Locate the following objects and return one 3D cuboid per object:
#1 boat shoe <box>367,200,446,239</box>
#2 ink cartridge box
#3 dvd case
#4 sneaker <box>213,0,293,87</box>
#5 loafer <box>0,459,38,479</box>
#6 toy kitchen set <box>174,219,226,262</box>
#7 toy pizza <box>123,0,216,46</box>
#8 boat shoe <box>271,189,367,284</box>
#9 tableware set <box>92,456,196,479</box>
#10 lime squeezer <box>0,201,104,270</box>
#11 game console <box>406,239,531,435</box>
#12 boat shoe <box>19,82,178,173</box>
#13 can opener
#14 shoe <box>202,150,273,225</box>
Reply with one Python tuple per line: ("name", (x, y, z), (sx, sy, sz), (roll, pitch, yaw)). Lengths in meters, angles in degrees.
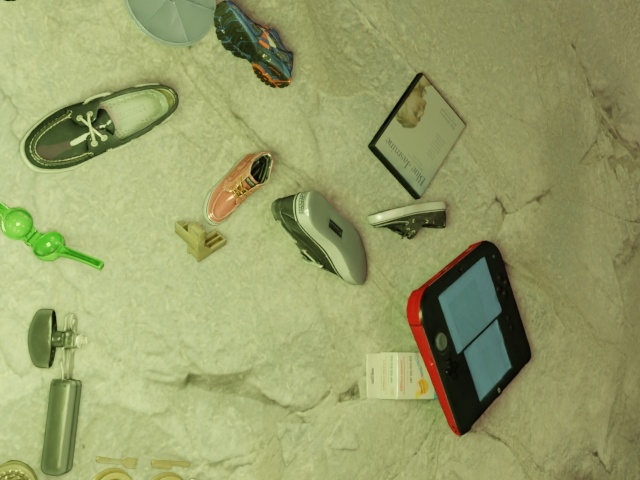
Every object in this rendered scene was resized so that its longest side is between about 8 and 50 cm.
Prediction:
("boat shoe", (0.201, -0.040, 2.028), (0.229, 0.080, 0.076), (-10, 89, -43))
("ink cartridge box", (0.190, 0.299, 1.983), (0.181, 0.062, 0.104), (5, 81, -35))
("dvd case", (0.229, -0.246, 2.099), (0.180, 0.022, 0.253), (46, 62, -23))
("sneaker", (-0.134, -0.408, 1.832), (0.221, 0.083, 0.087), (45, 51, -37))
("loafer", (-0.476, 0.475, 1.475), (0.102, 0.092, 0.268), (-8, 105, -9))
("toy kitchen set", (-0.230, -0.020, 1.725), (0.068, 0.083, 0.075), (40, 54, 22))
("toy pizza", (-0.296, -0.474, 1.749), (0.201, 0.032, 0.201), (4, 83, -34))
("boat shoe", (-0.001, 0.004, 1.857), (0.306, 0.105, 0.113), (42, 48, -51))
("tableware set", (-0.321, 0.460, 1.617), (0.194, 0.039, 0.128), (14, 77, -34))
("lime squeezer", (-0.497, -0.018, 1.519), (0.310, 0.110, 0.058), (34, 81, 5))
("game console", (0.354, 0.209, 2.066), (0.387, 0.060, 0.341), (-32, 103, -46))
("boat shoe", (-0.393, -0.212, 1.613), (0.303, 0.091, 0.114), (-36, 105, -33))
("can opener", (-0.453, 0.258, 1.541), (0.093, 0.074, 0.280), (0, 82, -1))
("shoe", (-0.161, -0.106, 1.770), (0.063, 0.081, 0.178), (45, 62, -23))
